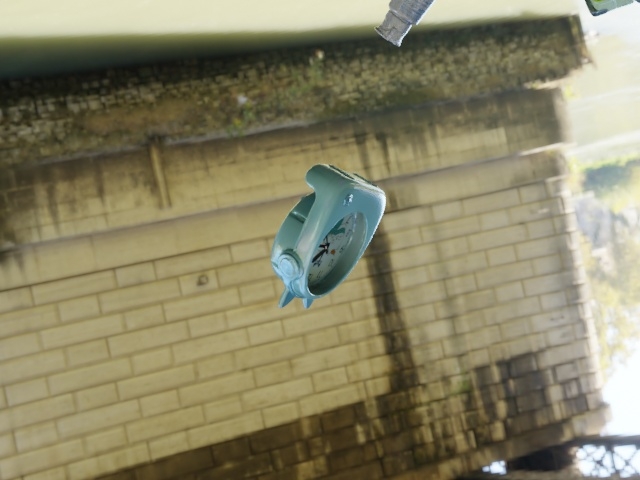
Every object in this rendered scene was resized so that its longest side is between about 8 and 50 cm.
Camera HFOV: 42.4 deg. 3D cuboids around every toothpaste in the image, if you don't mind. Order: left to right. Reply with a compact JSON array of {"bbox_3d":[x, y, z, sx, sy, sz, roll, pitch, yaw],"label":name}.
[{"bbox_3d":[0.220,-0.535,1.663,0.114,0.073,0.299,20,116,-37],"label":"toothpaste"}]

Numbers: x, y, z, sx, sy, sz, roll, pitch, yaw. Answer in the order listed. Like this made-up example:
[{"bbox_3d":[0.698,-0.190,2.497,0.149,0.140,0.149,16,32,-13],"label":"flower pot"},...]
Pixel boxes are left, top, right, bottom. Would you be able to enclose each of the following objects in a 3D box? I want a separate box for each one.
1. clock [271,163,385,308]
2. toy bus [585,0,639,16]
[{"bbox_3d":[0.000,0.000,1.518,0.094,0.274,0.223,34,-171,26],"label":"clock"},{"bbox_3d":[0.474,-0.417,1.085,0.275,0.134,0.164,-16,167,19],"label":"toy bus"}]
